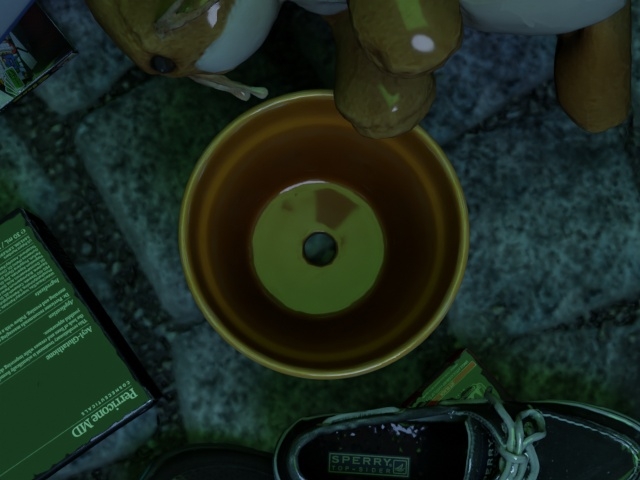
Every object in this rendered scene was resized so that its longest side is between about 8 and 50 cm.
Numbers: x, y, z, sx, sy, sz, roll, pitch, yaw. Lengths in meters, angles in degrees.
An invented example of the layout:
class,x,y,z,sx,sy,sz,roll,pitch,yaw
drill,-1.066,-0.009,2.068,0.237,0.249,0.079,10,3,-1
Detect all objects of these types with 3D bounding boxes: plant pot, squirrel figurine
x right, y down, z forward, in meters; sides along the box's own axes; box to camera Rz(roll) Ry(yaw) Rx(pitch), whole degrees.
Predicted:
class,x,y,z,sx,sy,sz,roll,pitch,yaw
plant pot,0.000,0.000,1.060,0.205,0.188,0.205,0,87,-2
squirrel figurine,0.019,-0.266,0.917,0.371,0.281,0.396,-3,80,6

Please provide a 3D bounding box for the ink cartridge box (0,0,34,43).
class,x,y,z,sx,sy,sz,roll,pitch,yaw
ink cartridge box,-0.385,-0.294,1.019,0.270,0.151,0.395,-45,80,20

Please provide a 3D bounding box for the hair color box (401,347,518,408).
class,x,y,z,sx,sy,sz,roll,pitch,yaw
hair color box,0.140,0.162,1.126,0.072,0.043,0.141,-44,89,-6

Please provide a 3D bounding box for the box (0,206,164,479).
class,x,y,z,sx,sy,sz,roll,pitch,yaw
box,-0.283,0.125,1.087,0.261,0.103,0.184,-34,85,-4

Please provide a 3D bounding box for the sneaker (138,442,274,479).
class,x,y,z,sx,sy,sz,roll,pitch,yaw
sneaker,0.008,0.265,1.067,0.341,0.139,0.125,29,87,2

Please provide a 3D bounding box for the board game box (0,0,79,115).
class,x,y,z,sx,sy,sz,roll,pitch,yaw
board game box,-0.333,-0.214,1.146,0.136,0.030,0.259,-39,88,-2

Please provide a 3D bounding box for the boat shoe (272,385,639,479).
class,x,y,z,sx,sy,sz,roll,pitch,yaw
boat shoe,0.120,0.164,1.042,0.306,0.105,0.113,7,78,-7
